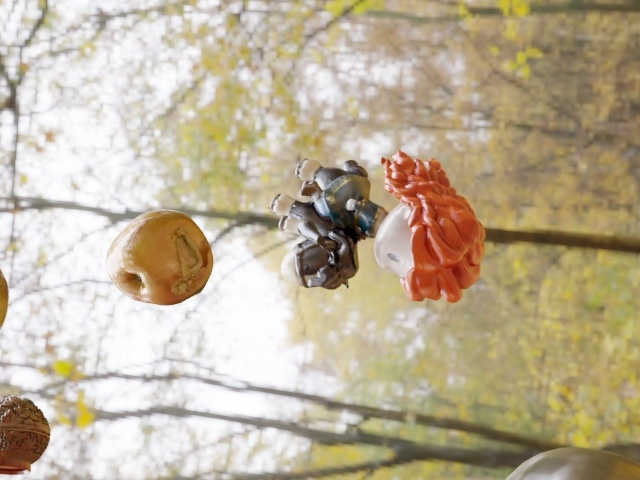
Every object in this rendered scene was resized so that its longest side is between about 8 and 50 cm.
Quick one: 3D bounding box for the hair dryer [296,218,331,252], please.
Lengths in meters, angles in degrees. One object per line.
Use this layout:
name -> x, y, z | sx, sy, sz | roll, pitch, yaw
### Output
hair dryer -> 0.000, 0.000, 2.106 | 0.031, 0.079, 0.083 | -49, -53, 1

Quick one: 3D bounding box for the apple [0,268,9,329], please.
apple -> -0.458, 0.072, 1.513 | 0.155, 0.182, 0.182 | -54, -21, 3

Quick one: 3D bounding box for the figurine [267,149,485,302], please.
figurine -> 0.104, -0.025, 2.432 | 0.306, 0.412, 0.241 | -81, -12, -45

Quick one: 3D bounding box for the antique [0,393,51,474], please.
antique -> -0.391, 0.243, 1.629 | 0.104, 0.104, 0.104 | 6, -90, -70

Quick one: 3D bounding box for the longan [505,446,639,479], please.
longan -> 0.399, 0.504, 2.026 | 0.361, 0.361, 0.360 | 6, -90, -70

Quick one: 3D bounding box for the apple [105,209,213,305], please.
apple -> -0.292, 0.033, 2.313 | 0.199, 0.199, 0.199 | 6, -90, -70
